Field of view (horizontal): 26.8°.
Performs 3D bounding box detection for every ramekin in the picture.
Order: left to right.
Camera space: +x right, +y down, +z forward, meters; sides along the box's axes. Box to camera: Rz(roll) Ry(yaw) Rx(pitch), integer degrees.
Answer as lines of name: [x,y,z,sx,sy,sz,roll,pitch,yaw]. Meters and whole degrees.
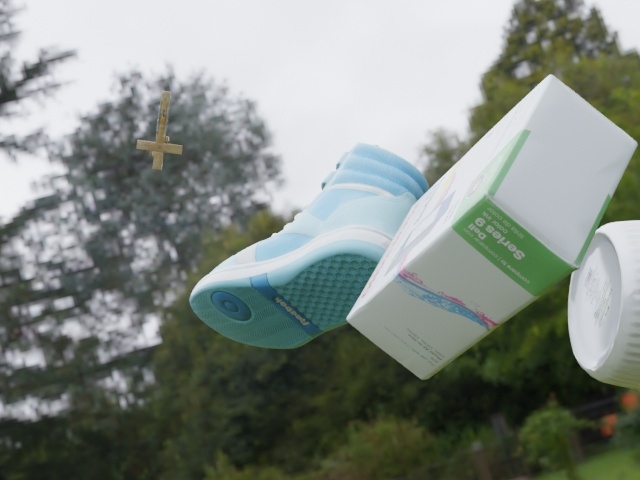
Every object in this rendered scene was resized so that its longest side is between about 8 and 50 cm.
ramekin: [0.363,0.074,1.537,0.109,0.207,0.207,4,-13,-10]

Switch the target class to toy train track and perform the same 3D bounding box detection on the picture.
toy train track: [-0.168,-0.116,1.420,0.048,0.083,0.014,7,5,-4]

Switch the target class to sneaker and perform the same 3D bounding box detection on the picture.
sneaker: [0.000,0.000,1.511,0.319,0.127,0.208,-16,38,42]

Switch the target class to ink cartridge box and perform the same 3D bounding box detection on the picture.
ink cartridge box: [0.130,-0.005,1.053,0.212,0.093,0.154,-48,7,50]
